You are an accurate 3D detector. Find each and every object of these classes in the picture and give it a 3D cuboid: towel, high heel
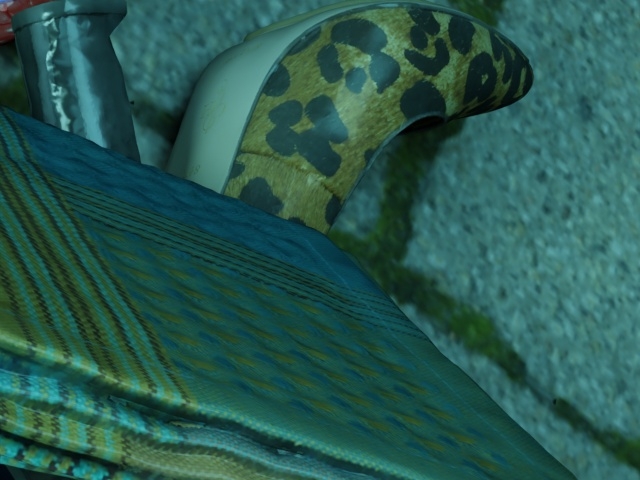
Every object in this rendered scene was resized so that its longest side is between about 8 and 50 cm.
[{"bbox_3d":[-0.122,-0.011,0.481,0.370,0.271,0.040,21,100,-22],"label":"towel"},{"bbox_3d":[0.000,0.000,0.741,0.261,0.093,0.186,-5,83,-39],"label":"high heel"}]

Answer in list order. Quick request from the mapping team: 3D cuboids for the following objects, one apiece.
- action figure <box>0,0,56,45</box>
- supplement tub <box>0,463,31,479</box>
[{"bbox_3d":[-0.057,-0.151,0.729,0.280,0.139,0.091,-23,83,-38],"label":"action figure"},{"bbox_3d":[-0.178,0.136,0.349,0.235,0.235,0.325,50,7,-7],"label":"supplement tub"}]
